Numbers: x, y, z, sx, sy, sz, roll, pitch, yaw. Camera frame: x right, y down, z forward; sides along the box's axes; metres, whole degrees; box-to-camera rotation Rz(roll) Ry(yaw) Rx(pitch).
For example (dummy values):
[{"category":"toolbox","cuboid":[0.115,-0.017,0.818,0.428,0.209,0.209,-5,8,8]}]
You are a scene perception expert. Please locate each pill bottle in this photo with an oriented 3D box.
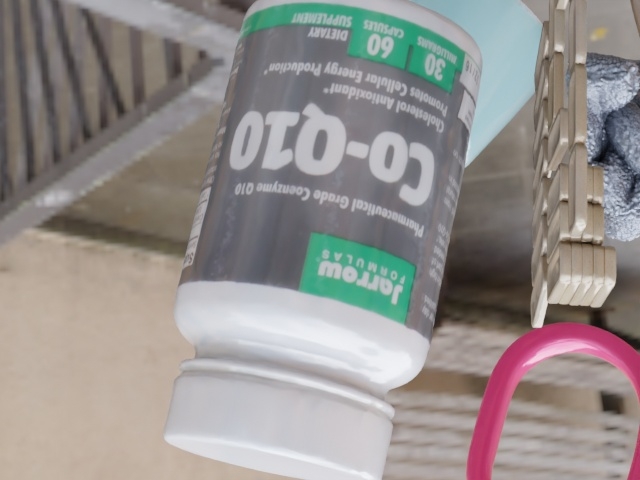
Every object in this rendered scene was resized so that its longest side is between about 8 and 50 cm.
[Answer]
[{"category":"pill bottle","cuboid":[0.000,0.000,1.183,0.204,0.361,0.204,11,166,3]}]

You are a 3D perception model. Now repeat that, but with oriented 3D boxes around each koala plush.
[{"category":"koala plush","cuboid":[0.394,-0.109,1.580,0.221,0.203,0.196,-7,-178,22]}]

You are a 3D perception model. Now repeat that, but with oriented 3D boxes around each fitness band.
[{"category":"fitness band","cuboid":[0.281,0.228,1.709,0.209,0.290,0.054,10,152,18]}]

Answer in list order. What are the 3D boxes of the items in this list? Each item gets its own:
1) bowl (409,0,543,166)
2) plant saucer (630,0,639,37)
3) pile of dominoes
[{"category":"bowl","cuboid":[0.076,-0.173,1.587,0.312,0.163,0.311,21,165,6]},{"category":"plant saucer","cuboid":[0.324,-0.183,1.097,0.278,0.277,0.041,9,165,-38]},{"category":"pile of dominoes","cuboid":[0.186,-0.076,1.082,0.040,0.251,0.196,4,160,1]}]
